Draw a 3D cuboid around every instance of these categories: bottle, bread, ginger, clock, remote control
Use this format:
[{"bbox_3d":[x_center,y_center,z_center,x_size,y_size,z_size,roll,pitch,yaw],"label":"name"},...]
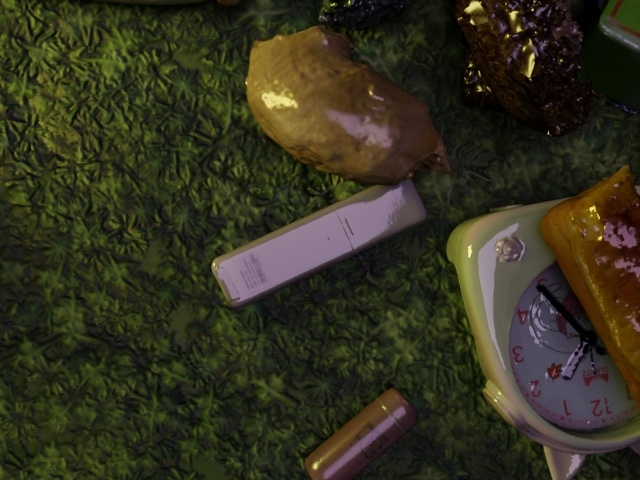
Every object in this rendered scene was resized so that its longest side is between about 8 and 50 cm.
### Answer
[{"bbox_3d":[0.049,0.233,0.754,0.140,0.053,0.053,-39,92,-4],"label":"bottle"},{"bbox_3d":[0.386,0.093,0.647,0.185,0.109,0.380,-30,91,-4],"label":"bread"},{"bbox_3d":[0.023,-0.143,0.718,0.267,0.138,0.152,44,83,3],"label":"ginger"},{"bbox_3d":[0.298,0.108,0.747,0.266,0.108,0.323,-9,91,-5],"label":"clock"},{"bbox_3d":[0.000,0.000,0.769,0.261,0.029,0.067,-25,90,-6],"label":"remote control"}]

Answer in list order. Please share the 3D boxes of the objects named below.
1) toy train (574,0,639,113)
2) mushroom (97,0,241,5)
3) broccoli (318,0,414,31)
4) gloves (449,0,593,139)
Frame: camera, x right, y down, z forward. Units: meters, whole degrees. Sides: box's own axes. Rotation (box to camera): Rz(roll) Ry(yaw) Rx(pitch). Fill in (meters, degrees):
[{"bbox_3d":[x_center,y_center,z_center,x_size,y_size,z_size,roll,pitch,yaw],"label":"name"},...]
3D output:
[{"bbox_3d":[0.447,-0.275,0.739,0.249,0.173,0.307,30,88,6],"label":"toy train"},{"bbox_3d":[-0.232,-0.320,0.732,0.313,0.081,0.099,3,86,0],"label":"mushroom"},{"bbox_3d":[0.011,-0.383,0.730,0.146,0.165,0.303,-33,77,27],"label":"broccoli"},{"bbox_3d":[0.208,-0.253,0.704,0.135,0.210,0.312,-10,69,15],"label":"gloves"}]
